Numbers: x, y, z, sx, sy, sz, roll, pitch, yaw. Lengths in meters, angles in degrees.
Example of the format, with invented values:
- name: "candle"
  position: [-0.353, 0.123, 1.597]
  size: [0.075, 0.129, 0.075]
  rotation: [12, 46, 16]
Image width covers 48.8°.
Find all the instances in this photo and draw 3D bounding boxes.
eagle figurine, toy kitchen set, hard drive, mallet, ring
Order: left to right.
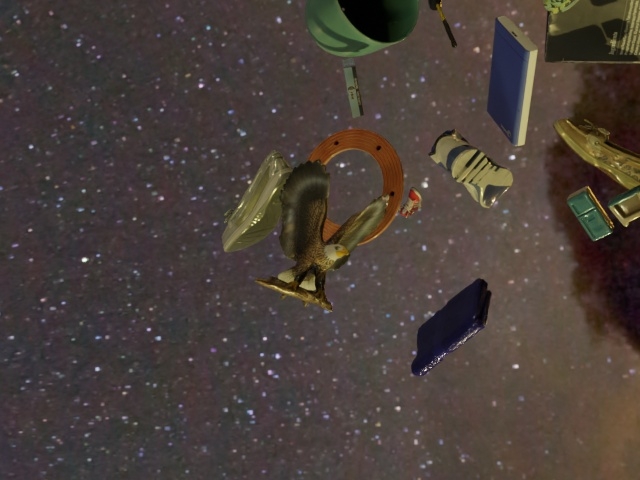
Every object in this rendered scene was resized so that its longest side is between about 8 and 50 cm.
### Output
- name: "eagle figurine"
  position: [0.009, 0.001, 1.592]
  size: [0.226, 0.225, 0.298]
  rotation: [43, -119, -59]
- name: "ring"
  position: [0.086, -0.148, 1.988]
  size: [0.032, 0.336, 0.337]
  rotation: [12, -109, -57]
- name: "mallet"
  position: [0.340, -0.620, 1.955]
  size: [0.062, 0.039, 0.190]
  rotation: [61, -169, -60]
- name: "hard drive"
  position: [0.561, -0.468, 2.088]
  size: [0.210, 0.040, 0.319]
  rotation: [-110, 10, -45]
- name: "toy kitchen set"
  position: [0.671, -0.075, 1.592]
  size: [0.122, 0.207, 0.166]
  rotation: [55, -145, -3]

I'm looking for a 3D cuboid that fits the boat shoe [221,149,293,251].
- name: "boat shoe"
  position: [-0.165, -0.089, 1.812]
  size: [0.118, 0.320, 0.103]
  rotation: [-10, -121, -43]

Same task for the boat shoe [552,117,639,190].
- name: "boat shoe"
  position: [0.688, -0.217, 1.688]
  size: [0.285, 0.089, 0.104]
  rotation: [33, -152, -3]

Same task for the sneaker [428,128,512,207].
- name: "sneaker"
  position: [0.417, -0.227, 2.012]
  size: [0.315, 0.127, 0.182]
  rotation: [28, -160, -50]

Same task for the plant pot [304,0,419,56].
- name: "plant pot"
  position: [0.091, -0.655, 1.995]
  size: [0.293, 0.235, 0.293]
  rotation: [6, -101, -32]

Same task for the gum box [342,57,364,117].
- name: "gum box"
  position: [0.103, -0.490, 2.253]
  size: [0.184, 0.041, 0.157]
  rotation: [-92, -9, -68]

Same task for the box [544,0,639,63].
- name: "box"
  position: [0.791, -0.686, 1.667]
  size: [0.297, 0.471, 0.480]
  rotation: [65, -147, -57]

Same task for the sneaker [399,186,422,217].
- name: "sneaker"
  position: [0.262, -0.108, 2.076]
  size: [0.042, 0.067, 0.118]
  rotation: [49, 171, 27]

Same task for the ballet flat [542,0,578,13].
- name: "ballet flat"
  position: [0.407, -0.434, 1.074]
  size: [0.070, 0.188, 0.070]
  rotation: [29, -159, -12]

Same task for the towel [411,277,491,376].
- name: "towel"
  position: [0.408, 0.274, 2.177]
  size: [0.076, 0.308, 0.228]
  rotation: [34, -143, -10]
